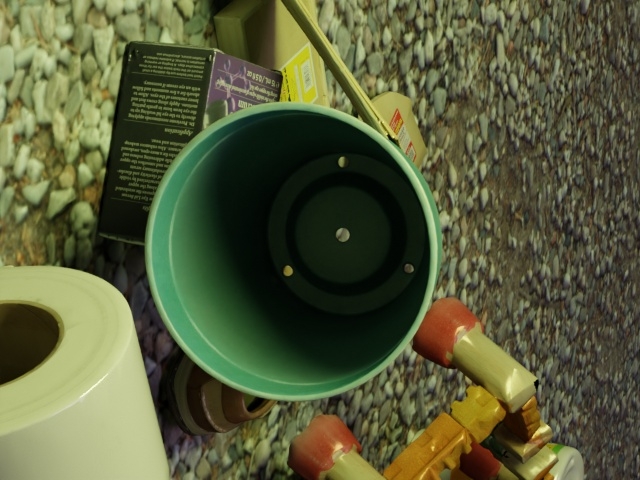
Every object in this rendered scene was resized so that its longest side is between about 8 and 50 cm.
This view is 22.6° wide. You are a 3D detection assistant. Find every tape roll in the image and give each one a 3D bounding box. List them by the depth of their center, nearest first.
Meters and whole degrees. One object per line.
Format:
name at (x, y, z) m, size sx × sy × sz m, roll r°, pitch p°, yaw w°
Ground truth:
tape roll at (-0.260, 0.155, 1.337) m, size 0.246 × 0.246 × 0.169 m, roll -50°, pitch 140°, yaw -45°

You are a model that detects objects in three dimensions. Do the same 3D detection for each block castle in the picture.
block castle at (0.136, 0.296, 2.077) m, size 0.303 × 0.213 × 0.453 m, roll -43°, pitch 148°, yaw -12°

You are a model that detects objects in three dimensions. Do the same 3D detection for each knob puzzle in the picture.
knob puzzle at (0.077, -0.115, 2.139) m, size 0.213 × 0.030 × 0.213 m, roll -30°, pitch 124°, yaw -56°

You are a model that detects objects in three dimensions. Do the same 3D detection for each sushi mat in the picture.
sushi mat at (-0.001, -0.212, 1.700) m, size 0.019 × 0.316 × 0.151 m, roll -33°, pitch 166°, yaw 0°

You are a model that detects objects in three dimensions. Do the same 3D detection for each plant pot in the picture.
plant pot at (0.000, 0.000, 1.560) m, size 0.255 × 0.271 × 0.272 m, roll -21°, pitch 117°, yaw -76°

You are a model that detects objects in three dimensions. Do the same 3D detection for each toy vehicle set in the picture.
toy vehicle set at (-0.048, -0.173, 1.874) m, size 0.166 × 0.035 × 0.267 m, roll -48°, pitch 138°, yaw -47°

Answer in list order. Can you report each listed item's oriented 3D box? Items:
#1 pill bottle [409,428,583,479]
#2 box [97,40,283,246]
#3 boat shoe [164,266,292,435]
pill bottle at (0.256, 0.353, 2.388) m, size 0.136 × 0.245 × 0.136 m, roll -27°, pitch 121°, yaw -57°
box at (-0.132, -0.091, 1.659) m, size 0.153 × 0.108 × 0.207 m, roll 7°, pitch 91°, yaw -63°
boat shoe at (-0.049, 0.102, 1.841) m, size 0.122 × 0.120 × 0.324 m, roll 60°, pitch 44°, yaw -30°
